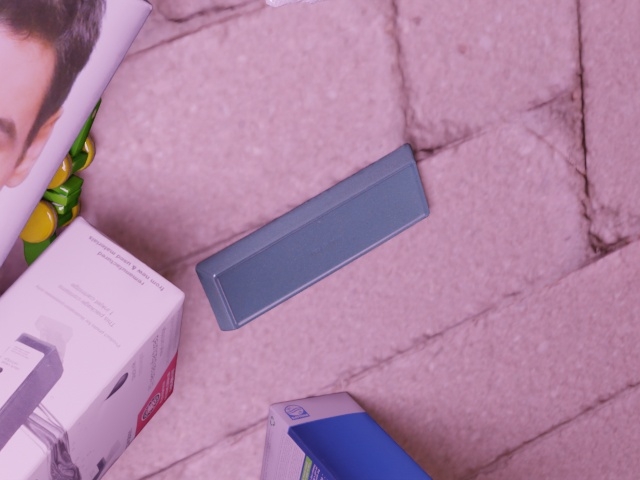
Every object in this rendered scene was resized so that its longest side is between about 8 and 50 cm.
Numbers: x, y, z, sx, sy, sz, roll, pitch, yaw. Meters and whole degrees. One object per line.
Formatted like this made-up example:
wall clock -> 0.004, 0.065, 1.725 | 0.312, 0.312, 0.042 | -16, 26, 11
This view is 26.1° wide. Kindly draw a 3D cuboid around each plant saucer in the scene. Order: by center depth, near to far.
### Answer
plant saucer -> 0.000, 0.000, 1.035 | 0.192, 0.018, 0.067 | -30, 126, -15

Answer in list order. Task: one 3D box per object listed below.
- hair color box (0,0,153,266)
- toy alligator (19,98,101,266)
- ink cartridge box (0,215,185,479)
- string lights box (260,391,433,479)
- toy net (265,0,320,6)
hair color box -> -0.279, -0.029, 0.782 | 0.185, 0.113, 0.374 | 26, 98, -39
toy alligator -> -0.173, -0.063, 0.874 | 0.051, 0.056, 0.189 | 19, 108, 4
ink cartridge box -> -0.184, 0.117, 0.846 | 0.218, 0.092, 0.158 | -49, 167, -28
string lights box -> 0.044, 0.238, 1.032 | 0.077, 0.260, 0.133 | -7, 118, -29
toy net -> -0.064, -0.227, 0.860 | 0.232, 0.045, 0.122 | 19, 101, -39
